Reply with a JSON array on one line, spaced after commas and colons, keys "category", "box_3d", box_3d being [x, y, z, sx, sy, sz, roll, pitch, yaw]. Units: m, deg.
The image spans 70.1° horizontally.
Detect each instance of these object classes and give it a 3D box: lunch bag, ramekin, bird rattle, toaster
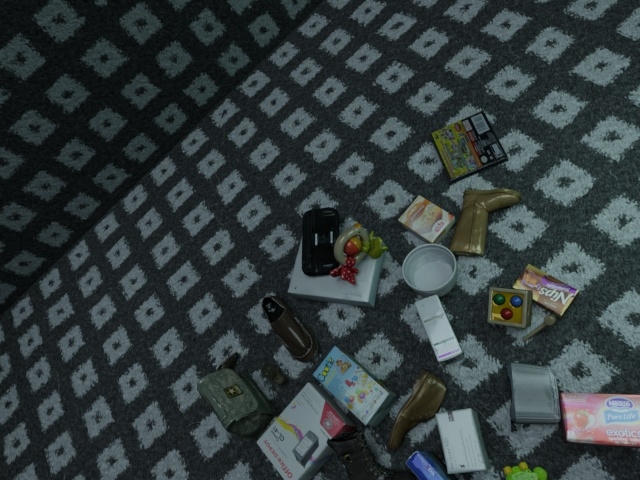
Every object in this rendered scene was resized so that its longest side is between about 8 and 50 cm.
[{"category": "lunch bag", "box_3d": [-0.335, 0.644, 1.809, 0.169, 0.287, 0.235, -49, 55, -1]}, {"category": "ramekin", "box_3d": [0.430, 0.126, 1.772, 0.207, 0.109, 0.207, -14, 53, 19]}, {"category": "bird rattle", "box_3d": [0.124, 0.041, 1.818, 0.253, 0.207, 0.143, -37, 38, -5]}, {"category": "toaster", "box_3d": [0.685, 0.506, 1.474, 0.146, 0.129, 0.227, -5, 64, 22]}]

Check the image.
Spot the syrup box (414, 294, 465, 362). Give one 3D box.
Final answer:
[{"category": "syrup box", "box_3d": [0.441, 0.332, 1.692, 0.096, 0.093, 0.237, -24, 59, 13]}]

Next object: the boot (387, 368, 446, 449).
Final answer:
[{"category": "boot", "box_3d": [0.340, 0.615, 1.610, 0.115, 0.112, 0.305, 28, 79, 22]}]

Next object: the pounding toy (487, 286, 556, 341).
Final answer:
[{"category": "pounding toy", "box_3d": [0.693, 0.261, 1.575, 0.206, 0.094, 0.181, 3, 87, 38]}]

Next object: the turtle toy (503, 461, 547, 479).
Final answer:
[{"category": "turtle toy", "box_3d": [0.640, 0.743, 1.421, 0.130, 0.066, 0.095, -24, 59, 14]}]

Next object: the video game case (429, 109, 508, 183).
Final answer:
[{"category": "video game case", "box_3d": [0.636, -0.407, 1.979, 0.248, 0.035, 0.274, -22, 60, 15]}]

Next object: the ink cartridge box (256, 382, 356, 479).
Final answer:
[{"category": "ink cartridge box", "box_3d": [-0.053, 0.731, 1.726, 0.306, 0.131, 0.226, -48, 57, -3]}]

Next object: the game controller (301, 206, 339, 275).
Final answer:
[{"category": "game controller", "box_3d": [0.000, 0.000, 1.980, 0.166, 0.067, 0.319, -4, 65, 8]}]

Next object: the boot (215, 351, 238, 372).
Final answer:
[{"category": "boot", "box_3d": [-0.416, 0.602, 2.011, 0.106, 0.082, 0.219, 41, 84, 12]}]

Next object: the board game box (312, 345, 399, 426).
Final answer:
[{"category": "board game box", "box_3d": [0.132, 0.547, 1.713, 0.275, 0.142, 0.144, 36, 86, 33]}]

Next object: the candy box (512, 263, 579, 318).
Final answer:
[{"category": "candy box", "box_3d": [0.795, 0.179, 1.617, 0.187, 0.053, 0.109, 35, 86, 35]}]

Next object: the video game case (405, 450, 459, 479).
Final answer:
[{"category": "video game case", "box_3d": [0.404, 0.778, 1.412, 0.061, 0.244, 0.269, -46, 56, -1]}]

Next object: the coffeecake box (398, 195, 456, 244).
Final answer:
[{"category": "coffeecake box", "box_3d": [0.443, -0.079, 1.899, 0.142, 0.068, 0.185, -49, 57, -3]}]

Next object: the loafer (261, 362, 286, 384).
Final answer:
[{"category": "loafer", "box_3d": [-0.196, 0.568, 1.922, 0.056, 0.050, 0.148, -53, 41, -9]}]

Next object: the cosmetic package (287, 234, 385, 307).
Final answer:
[{"category": "cosmetic package", "box_3d": [0.070, 0.123, 1.970, 0.377, 0.097, 0.284, 4, 67, 27]}]

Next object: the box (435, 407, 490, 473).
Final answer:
[{"category": "box", "box_3d": [0.463, 0.652, 1.480, 0.119, 0.182, 0.181, -17, 61, 18]}]

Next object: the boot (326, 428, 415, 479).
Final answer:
[{"category": "boot", "box_3d": [0.169, 0.757, 1.563, 0.263, 0.091, 0.229, -18, 96, 20]}]

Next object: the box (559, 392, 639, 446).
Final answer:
[{"category": "box", "box_3d": [0.881, 0.534, 1.350, 0.300, 0.154, 0.142, -7, 65, 24]}]

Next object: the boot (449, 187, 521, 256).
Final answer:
[{"category": "boot", "box_3d": [0.647, -0.065, 1.789, 0.236, 0.089, 0.269, 2, 68, 38]}]

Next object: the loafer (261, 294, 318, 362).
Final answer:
[{"category": "loafer", "box_3d": [-0.152, 0.370, 1.941, 0.134, 0.130, 0.366, -47, 56, -1]}]
